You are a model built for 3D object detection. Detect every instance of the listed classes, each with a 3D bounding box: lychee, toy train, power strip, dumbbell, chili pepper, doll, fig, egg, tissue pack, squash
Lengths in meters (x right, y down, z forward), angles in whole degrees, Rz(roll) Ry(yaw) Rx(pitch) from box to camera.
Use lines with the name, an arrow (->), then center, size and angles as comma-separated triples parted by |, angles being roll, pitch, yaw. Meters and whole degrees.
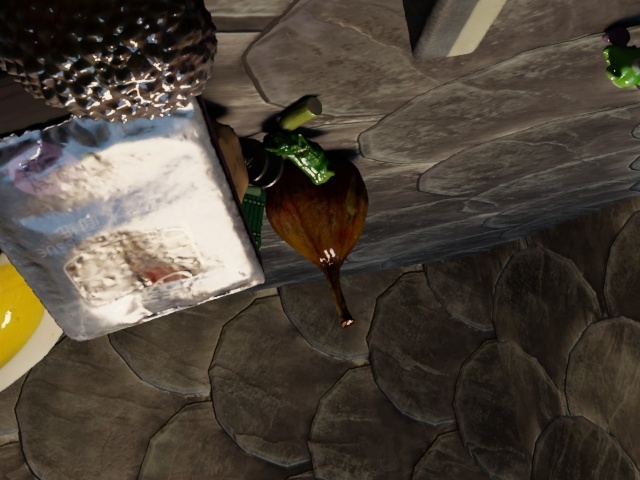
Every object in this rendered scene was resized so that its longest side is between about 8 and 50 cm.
lychee -> -0.140, -0.165, 0.643 | 0.197, 0.165, 0.165 | -21, 171, 7
toy train -> -0.195, -0.034, 1.374 | 0.154, 0.115, 0.269 | 4, 174, -31
power strip -> 0.115, -0.235, 0.731 | 0.070, 0.105, 0.257 | -7, 172, -6
dumbbell -> -0.097, -0.115, 1.348 | 0.069, 0.069, 0.147 | -15, 171, 20
chili pepper -> -0.036, -0.133, 1.329 | 0.050, 0.073, 0.182 | -39, 158, 14
doll -> 0.448, -0.232, 1.209 | 0.190, 0.115, 0.050 | -10, 170, -31
fig -> 0.029, -0.016, 1.549 | 0.190, 0.290, 0.191 | -33, 162, -12
egg -> -0.578, 0.090, 1.517 | 0.337, 0.201, 0.337 | -42, 155, -24
tissue pack -> -0.221, -0.045, 0.981 | 0.259, 0.122, 0.361 | -15, 143, -1
squash -> -0.031, -0.169, 1.229 | 0.027, 0.027, 0.083 | -6, 170, -37

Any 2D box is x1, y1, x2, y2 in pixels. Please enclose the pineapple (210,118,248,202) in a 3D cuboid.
pineapple -> -0.258, -0.073, 1.187 | 0.310, 0.141, 0.170 | -8, -162, 17
